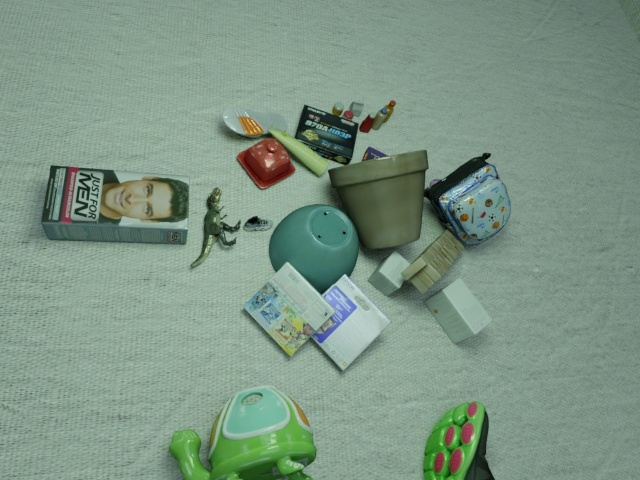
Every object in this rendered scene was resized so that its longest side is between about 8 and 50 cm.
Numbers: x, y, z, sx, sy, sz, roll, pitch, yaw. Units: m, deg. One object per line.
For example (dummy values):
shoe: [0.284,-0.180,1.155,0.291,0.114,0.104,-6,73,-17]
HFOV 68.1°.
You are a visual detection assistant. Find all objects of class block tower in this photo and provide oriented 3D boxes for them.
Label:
block tower: [0.374,0.064,1.547,0.097,0.091,0.335,49,32,9]

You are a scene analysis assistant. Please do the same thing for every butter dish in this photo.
butter dish: [-0.172,-0.283,1.592,0.160,0.118,0.159,-32,80,-29]

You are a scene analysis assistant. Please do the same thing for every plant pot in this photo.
plant pot: [0.000,0.000,1.470,0.290,0.195,0.290,7,64,-15]
plant pot: [0.205,-0.127,1.545,0.323,0.323,0.280,-13,97,-23]

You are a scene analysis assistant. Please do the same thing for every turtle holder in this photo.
turtle holder: [-0.177,0.505,1.175,0.320,0.243,0.227,-27,54,13]

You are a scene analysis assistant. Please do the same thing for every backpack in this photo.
backpack: [0.539,-0.121,1.655,0.277,0.263,0.213,-32,34,8]

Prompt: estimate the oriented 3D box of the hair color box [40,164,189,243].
hair color box: [-0.577,-0.099,1.372,0.375,0.113,0.185,3,65,-18]

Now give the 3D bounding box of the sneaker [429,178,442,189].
sneaker: [0.516,-0.188,1.797,0.237,0.095,0.104,17,55,-15]

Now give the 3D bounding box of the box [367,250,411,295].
box: [0.228,0.108,1.547,0.087,0.102,0.101,41,60,0]

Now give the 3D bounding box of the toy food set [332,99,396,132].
toy food set: [0.169,-0.491,1.811,0.232,0.104,0.111,8,63,-15]

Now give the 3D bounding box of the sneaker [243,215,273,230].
sneaker: [-0.191,-0.058,1.506,0.098,0.069,0.038,-13,71,-23]

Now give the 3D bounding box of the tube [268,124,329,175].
tube: [-0.079,-0.319,1.644,0.240,0.070,0.062,36,67,-12]

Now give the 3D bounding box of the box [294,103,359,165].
box: [0.021,-0.389,1.745,0.220,0.051,0.175,18,61,-9]

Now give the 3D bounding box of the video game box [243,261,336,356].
video game box: [-0.089,0.199,1.382,0.187,0.048,0.205,-44,84,0]

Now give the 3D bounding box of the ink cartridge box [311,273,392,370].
ink cartridge box: [0.070,0.245,1.426,0.208,0.045,0.206,-43,83,-8]

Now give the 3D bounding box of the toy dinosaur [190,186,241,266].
toy dinosaur: [-0.312,-0.031,1.462,0.118,0.064,0.268,10,65,-6]

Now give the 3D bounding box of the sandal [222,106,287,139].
sandal: [-0.234,-0.397,1.659,0.265,0.076,0.101,-7,76,-44]

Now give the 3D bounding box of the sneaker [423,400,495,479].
sneaker: [0.408,0.695,1.311,0.202,0.185,0.482,26,62,-26]

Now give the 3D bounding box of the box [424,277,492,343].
box: [0.446,0.230,1.545,0.091,0.130,0.170,-28,77,-27]

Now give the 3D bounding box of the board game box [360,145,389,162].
board game box: [0.226,-0.252,1.750,0.170,0.048,0.141,25,61,-6]
